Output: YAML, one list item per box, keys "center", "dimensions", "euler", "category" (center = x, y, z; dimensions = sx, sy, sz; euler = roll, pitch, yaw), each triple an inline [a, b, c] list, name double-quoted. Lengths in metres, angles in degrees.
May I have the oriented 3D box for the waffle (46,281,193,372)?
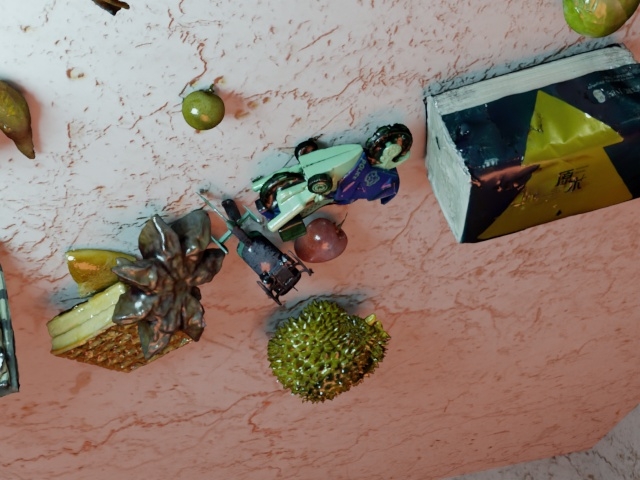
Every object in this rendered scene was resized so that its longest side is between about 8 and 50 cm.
- center: [-0.422, 0.194, 2.007]
  dimensions: [0.213, 0.091, 0.308]
  euler: [-28, 157, 12]
  category: "waffle"

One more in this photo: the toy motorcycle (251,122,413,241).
- center: [0.033, -0.116, 1.824]
  dimensions: [0.331, 0.125, 0.196]
  euler: [-24, 146, -1]
  category: "toy motorcycle"

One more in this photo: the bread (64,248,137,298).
- center: [-0.438, 0.061, 1.890]
  dimensions: [0.136, 0.054, 0.154]
  euler: [-15, 149, -12]
  category: "bread"

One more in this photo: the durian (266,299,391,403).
- center: [0.016, 0.278, 2.285]
  dimensions: [0.293, 0.258, 0.258]
  euler: [-18, 149, -24]
  category: "durian"

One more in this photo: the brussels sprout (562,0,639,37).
- center: [0.483, -0.425, 1.610]
  dimensions: [0.155, 0.117, 0.155]
  euler: [-10, 124, -15]
  category: "brussels sprout"

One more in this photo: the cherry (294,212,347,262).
- center: [0.004, 0.005, 2.006]
  dimensions: [0.106, 0.087, 0.126]
  euler: [10, 134, -31]
  category: "cherry"

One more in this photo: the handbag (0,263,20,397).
- center: [-0.695, 0.191, 1.693]
  dimensions: [0.325, 0.327, 0.162]
  euler: [-39, 147, 29]
  category: "handbag"

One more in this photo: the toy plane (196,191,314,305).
- center: [-0.132, 0.023, 1.908]
  dimensions: [0.106, 0.155, 0.382]
  euler: [-47, 148, -3]
  category: "toy plane"

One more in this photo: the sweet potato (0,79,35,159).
- center: [-0.487, -0.194, 1.481]
  dimensions: [0.068, 0.068, 0.226]
  euler: [-20, 151, 0]
  category: "sweet potato"

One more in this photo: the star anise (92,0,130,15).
- center: [-0.275, -0.442, 1.161]
  dimensions: [0.237, 0.148, 0.346]
  euler: [-6, 135, -17]
  category: "star anise"

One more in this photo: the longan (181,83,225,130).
- center: [-0.199, -0.229, 1.588]
  dimensions: [0.075, 0.075, 0.083]
  euler: [12, 94, -39]
  category: "longan"

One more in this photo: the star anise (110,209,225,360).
- center: [-0.294, 0.086, 1.854]
  dimensions: [0.108, 0.315, 0.315]
  euler: [12, 171, 42]
  category: "star anise"

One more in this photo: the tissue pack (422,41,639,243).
- center: [0.424, -0.185, 1.802]
  dimensions: [0.416, 0.253, 0.264]
  euler: [-14, 147, -6]
  category: "tissue pack"
